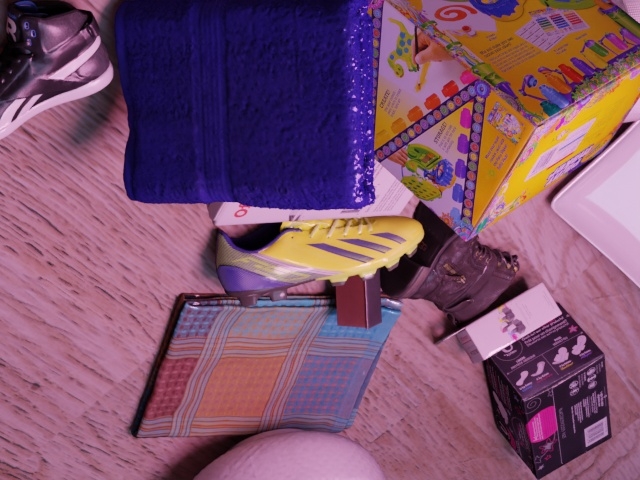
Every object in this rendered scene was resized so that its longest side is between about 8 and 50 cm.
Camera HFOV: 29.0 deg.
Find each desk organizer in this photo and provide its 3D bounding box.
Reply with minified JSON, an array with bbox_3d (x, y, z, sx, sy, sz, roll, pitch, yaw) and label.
[{"bbox_3d":[0.053,0.057,1.759,0.047,0.050,0.130,-18,108,-59],"label":"desk organizer"}]

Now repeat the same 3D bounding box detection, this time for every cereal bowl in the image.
[{"bbox_3d":[-0.066,0.391,1.906,0.339,0.141,0.339,-14,146,-10],"label":"cereal bowl"}]

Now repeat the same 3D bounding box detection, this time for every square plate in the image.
[{"bbox_3d":[0.580,-0.081,1.909,0.344,0.049,0.347,40,102,-22],"label":"square plate"}]

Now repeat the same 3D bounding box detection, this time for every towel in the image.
[{"bbox_3d":[-0.072,0.189,1.828,0.370,0.040,0.271,2,125,-32],"label":"towel"},{"bbox_3d":[-0.079,-0.149,1.330,0.076,0.308,0.228,-19,110,-58],"label":"towel"}]

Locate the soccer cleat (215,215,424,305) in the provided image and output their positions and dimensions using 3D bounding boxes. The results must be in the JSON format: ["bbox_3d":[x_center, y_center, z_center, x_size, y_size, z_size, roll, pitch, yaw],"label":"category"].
[{"bbox_3d":[0.000,0.000,1.654,0.289,0.093,0.121,-14,100,-11],"label":"soccer cleat"}]

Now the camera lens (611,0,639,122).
[{"bbox_3d":[0.396,-0.262,1.590,0.274,0.219,0.219,-10,131,-24],"label":"camera lens"}]

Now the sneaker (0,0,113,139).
[{"bbox_3d":[-0.337,-0.188,1.322,0.217,0.079,0.121,-29,134,-18],"label":"sneaker"}]

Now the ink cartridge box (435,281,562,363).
[{"bbox_3d":[0.278,0.140,1.946,0.181,0.061,0.104,-29,172,-7],"label":"ink cartridge box"}]

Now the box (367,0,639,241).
[{"bbox_3d":[0.181,-0.198,1.388,0.290,0.279,0.177,-29,156,-41],"label":"box"}]

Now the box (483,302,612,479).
[{"bbox_3d":[0.383,0.254,2.086,0.163,0.142,0.247,-28,137,-9],"label":"box"}]

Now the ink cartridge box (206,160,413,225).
[{"bbox_3d":[0.003,-0.122,1.513,0.273,0.114,0.197,-5,148,-29],"label":"ink cartridge box"}]

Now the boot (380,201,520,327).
[{"bbox_3d":[0.223,0.012,1.834,0.229,0.091,0.263,17,121,-46],"label":"boot"}]
